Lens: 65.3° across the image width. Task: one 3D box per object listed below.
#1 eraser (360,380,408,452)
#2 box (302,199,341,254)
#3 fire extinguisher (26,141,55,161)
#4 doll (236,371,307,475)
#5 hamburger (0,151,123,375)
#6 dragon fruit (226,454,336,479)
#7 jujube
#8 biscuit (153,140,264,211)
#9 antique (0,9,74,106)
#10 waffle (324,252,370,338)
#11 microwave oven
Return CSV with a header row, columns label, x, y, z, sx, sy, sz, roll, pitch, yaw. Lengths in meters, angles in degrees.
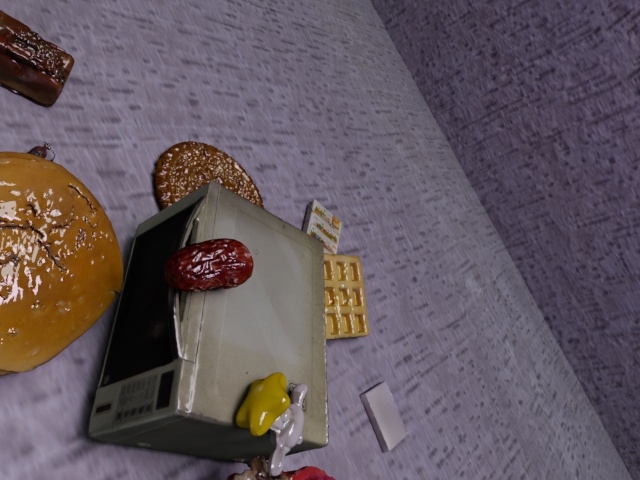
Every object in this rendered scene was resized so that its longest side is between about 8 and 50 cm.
label,x,y,z,sx,sy,sz,roll,pitch,yaw
eraser,0.162,0.446,1.272,0.104,0.023,0.150,-8,72,-53
box,-0.001,0.000,1.378,0.122,0.032,0.220,39,41,-28
fire extinguisher,-0.493,-0.136,0.874,0.046,0.032,0.100,37,46,-13
doll,-0.052,0.243,0.703,0.135,0.072,0.113,-31,100,-59
hamburger,-0.442,0.032,0.711,0.284,0.174,0.304,60,40,-21
dragon fruit,-0.088,0.449,0.821,0.262,0.134,0.211,-46,130,-54
jujube,-0.158,0.037,0.709,0.129,0.077,0.077,-12,75,-42
biscuit,-0.242,-0.100,1.149,0.305,0.038,0.305,30,45,-35
antique,-0.591,-0.355,0.857,0.310,0.093,0.087,28,46,-37
waffle,0.026,0.140,1.264,0.248,0.055,0.221,7,72,-47
microwave oven,-0.177,0.153,0.874,0.333,0.247,0.394,30,45,-37
